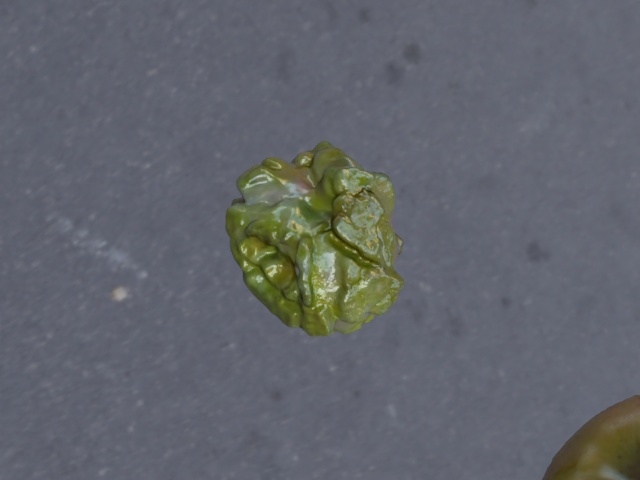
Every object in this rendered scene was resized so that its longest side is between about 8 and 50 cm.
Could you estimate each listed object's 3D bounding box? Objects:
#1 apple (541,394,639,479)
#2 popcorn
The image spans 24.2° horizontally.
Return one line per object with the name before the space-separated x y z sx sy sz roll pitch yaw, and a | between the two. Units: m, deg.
apple | 0.233 0.202 0.938 0.173 0.210 0.235 59 44 -17
popcorn | 0.000 0.000 1.081 0.126 0.145 0.126 -35 130 -6
